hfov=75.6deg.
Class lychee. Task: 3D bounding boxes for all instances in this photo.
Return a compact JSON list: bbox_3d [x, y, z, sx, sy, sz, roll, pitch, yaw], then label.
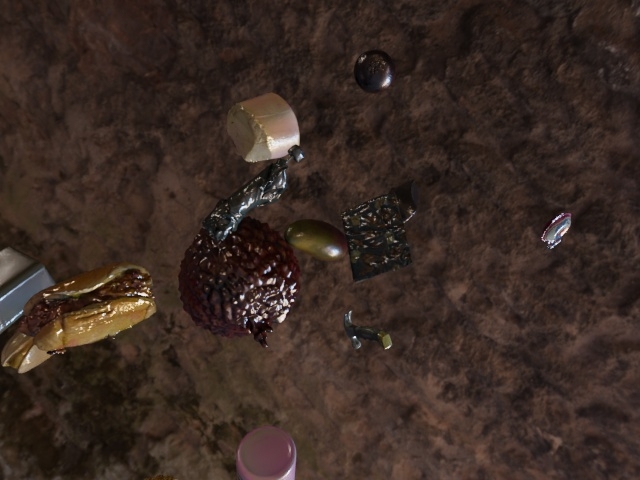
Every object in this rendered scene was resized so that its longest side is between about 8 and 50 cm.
[{"bbox_3d":[-0.273,0.148,1.432,0.425,0.424,0.500,101,-26,-55],"label":"lychee"}]

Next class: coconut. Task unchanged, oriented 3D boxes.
[{"bbox_3d":[-0.243,-0.517,1.900,0.297,0.309,0.297,31,-46,38],"label":"coconut"}]

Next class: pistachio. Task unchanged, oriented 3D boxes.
[{"bbox_3d":[-0.817,0.287,1.191,0.117,0.200,0.145,35,-71,-1],"label":"pistachio"}]

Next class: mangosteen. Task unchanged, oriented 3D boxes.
[{"bbox_3d":[0.191,-0.596,1.463,0.152,0.152,0.152,32,-33,24],"label":"mangosteen"}]

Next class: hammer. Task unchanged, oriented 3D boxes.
[{"bbox_3d":[0.170,0.348,1.545,0.226,0.041,0.159,0,-67,57],"label":"hammer"}]

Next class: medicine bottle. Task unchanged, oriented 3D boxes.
[{"bbox_3d":[-0.168,0.735,1.274,0.178,0.178,0.291,27,-53,30],"label":"medicine bottle"}]

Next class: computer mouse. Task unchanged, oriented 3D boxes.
[{"bbox_3d":[0.325,-0.162,1.753,0.170,0.269,0.100,-33,-70,30],"label":"computer mouse"}]

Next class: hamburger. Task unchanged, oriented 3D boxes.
[{"bbox_3d":[-0.541,0.151,1.019,0.155,0.245,0.282,53,3,17],"label":"hamburger"}]

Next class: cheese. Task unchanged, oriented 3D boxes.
[{"bbox_3d":[0.610,-0.023,1.072,0.038,0.095,0.145,55,2,38],"label":"cheese"}]

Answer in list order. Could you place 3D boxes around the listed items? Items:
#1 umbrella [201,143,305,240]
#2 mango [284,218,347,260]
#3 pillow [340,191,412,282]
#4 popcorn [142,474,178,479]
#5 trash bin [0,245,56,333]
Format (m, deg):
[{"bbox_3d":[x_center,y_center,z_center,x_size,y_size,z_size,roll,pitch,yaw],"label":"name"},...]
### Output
[{"bbox_3d":[-0.172,-0.127,1.125,0.094,0.349,0.143,51,-10,-29],"label":"umbrella"},{"bbox_3d":[0.000,0.000,1.315,0.111,0.267,0.133,-34,-122,35],"label":"mango"},{"bbox_3d":[0.160,-0.014,1.220,0.189,0.256,0.034,-22,-33,24],"label":"pillow"},{"bbox_3d":[-0.365,0.619,0.906,0.180,0.180,0.170,-1,-69,52],"label":"popcorn"},{"bbox_3d":[-0.849,0.144,1.067,0.164,0.240,0.122,22,-42,19],"label":"trash bin"}]
